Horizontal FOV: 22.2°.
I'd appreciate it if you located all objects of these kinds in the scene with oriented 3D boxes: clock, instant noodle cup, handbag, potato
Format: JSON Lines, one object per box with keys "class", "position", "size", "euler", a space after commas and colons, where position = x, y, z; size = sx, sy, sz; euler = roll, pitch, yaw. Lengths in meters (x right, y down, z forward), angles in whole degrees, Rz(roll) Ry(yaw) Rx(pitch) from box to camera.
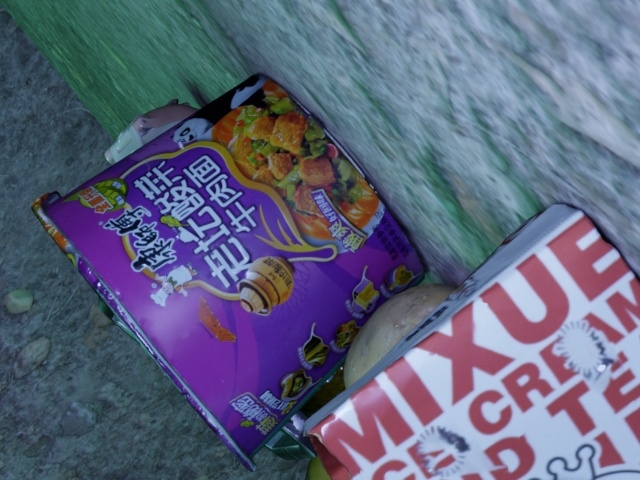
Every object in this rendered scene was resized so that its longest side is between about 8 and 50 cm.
{"class": "clock", "position": [-0.113, 0.127, 1.693], "size": [0.273, 0.049, 0.279], "euler": [40, 169, -2]}
{"class": "instant noodle cup", "position": [-0.057, 0.012, 1.172], "size": [0.251, 0.190, 0.251], "euler": [50, 174, 7]}
{"class": "handbag", "position": [0.106, 0.121, 0.793], "size": [0.151, 0.171, 0.298], "euler": [46, 174, 40]}
{"class": "potato", "position": [0.075, 0.082, 1.088], "size": [0.112, 0.112, 0.147], "euler": [49, 177, 3]}

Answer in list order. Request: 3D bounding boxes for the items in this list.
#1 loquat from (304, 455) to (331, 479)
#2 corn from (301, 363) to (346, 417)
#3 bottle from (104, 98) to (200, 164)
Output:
{"class": "loquat", "position": [0.073, 0.262, 1.707], "size": [0.213, 0.213, 0.213], "euler": [49, 174, 7]}
{"class": "corn", "position": [-0.033, 0.101, 1.803], "size": [0.387, 0.144, 0.144], "euler": [51, 174, -36]}
{"class": "bottle", "position": [-0.118, -0.030, 1.549], "size": [0.236, 0.147, 0.147], "euler": [64, -178, 29]}
